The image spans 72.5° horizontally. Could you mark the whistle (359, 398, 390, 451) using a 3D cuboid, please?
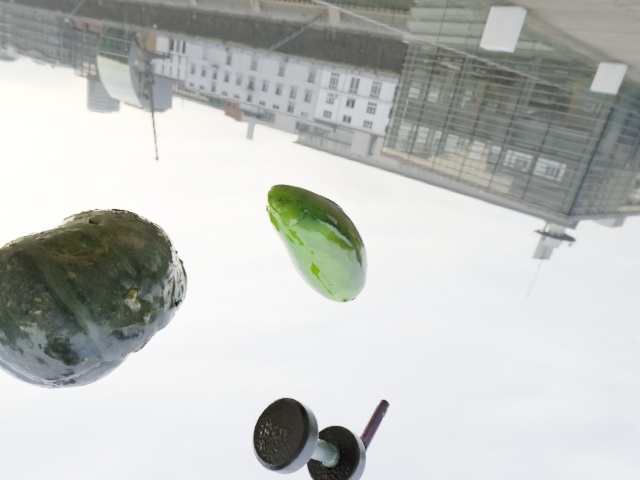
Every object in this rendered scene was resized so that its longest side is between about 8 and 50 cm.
[{"bbox_3d":[0.131,0.462,1.089,0.033,0.033,0.176,20,-149,22],"label":"whistle"}]

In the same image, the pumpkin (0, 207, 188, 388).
[{"bbox_3d":[-0.378,0.082,0.719,0.292,0.257,0.328,-18,-160,49],"label":"pumpkin"}]

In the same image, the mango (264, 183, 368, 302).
[{"bbox_3d":[0.000,0.000,0.622,0.233,0.111,0.125,52,180,-40],"label":"mango"}]

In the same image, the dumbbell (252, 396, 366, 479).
[{"bbox_3d":[-0.013,0.318,0.672,0.100,0.100,0.191,35,172,48],"label":"dumbbell"}]
